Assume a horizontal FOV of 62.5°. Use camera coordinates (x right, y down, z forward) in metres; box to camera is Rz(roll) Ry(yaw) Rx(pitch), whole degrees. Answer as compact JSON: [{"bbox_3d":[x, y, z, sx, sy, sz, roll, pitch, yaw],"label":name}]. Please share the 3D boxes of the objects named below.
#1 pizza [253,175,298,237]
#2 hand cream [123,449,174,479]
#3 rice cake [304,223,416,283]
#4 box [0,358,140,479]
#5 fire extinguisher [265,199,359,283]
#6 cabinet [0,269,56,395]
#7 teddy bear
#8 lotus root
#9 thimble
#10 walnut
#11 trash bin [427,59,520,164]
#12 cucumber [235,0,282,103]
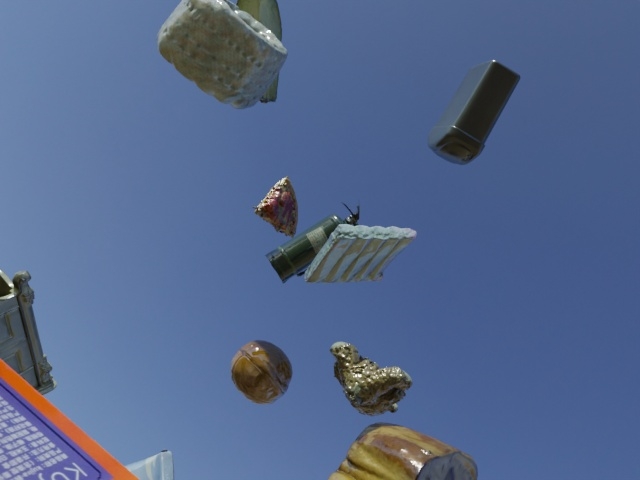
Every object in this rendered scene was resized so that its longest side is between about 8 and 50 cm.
[{"bbox_3d":[-0.062,-0.047,0.922,0.029,0.100,0.099,1,-52,43],"label":"pizza"},{"bbox_3d":[-0.339,0.377,0.771,0.256,0.088,0.055,-11,-33,-2],"label":"hand cream"},{"bbox_3d":[0.078,0.033,1.092,0.198,0.190,0.037,113,-28,-55],"label":"rice cake"},{"bbox_3d":[-0.360,0.272,0.332,0.257,0.349,0.318,32,-84,13],"label":"box"},{"bbox_3d":[0.000,0.000,1.413,0.118,0.295,0.093,59,-8,-7],"label":"fire extinguisher"},{"bbox_3d":[-0.771,0.225,1.109,0.228,0.290,0.317,19,-59,27],"label":"cabinet"},{"bbox_3d":[0.146,0.447,1.613,0.267,0.156,0.256,20,-23,26],"label":"teddy bear"},{"bbox_3d":[0.116,0.479,0.949,0.250,0.316,0.315,15,-53,40],"label":"lotus root"},{"bbox_3d":[-0.238,-0.476,1.297,0.291,0.291,0.195,44,-72,3],"label":"thimble"},{"bbox_3d":[-0.166,0.376,1.506,0.168,0.167,0.207,4,-37,35],"label":"walnut"},{"bbox_3d":[0.357,-0.300,1.265,0.101,0.176,0.236,28,-82,-7],"label":"trash bin"},{"bbox_3d":[-0.185,-0.567,1.527,0.145,0.105,0.325,15,-70,35],"label":"cucumber"}]
